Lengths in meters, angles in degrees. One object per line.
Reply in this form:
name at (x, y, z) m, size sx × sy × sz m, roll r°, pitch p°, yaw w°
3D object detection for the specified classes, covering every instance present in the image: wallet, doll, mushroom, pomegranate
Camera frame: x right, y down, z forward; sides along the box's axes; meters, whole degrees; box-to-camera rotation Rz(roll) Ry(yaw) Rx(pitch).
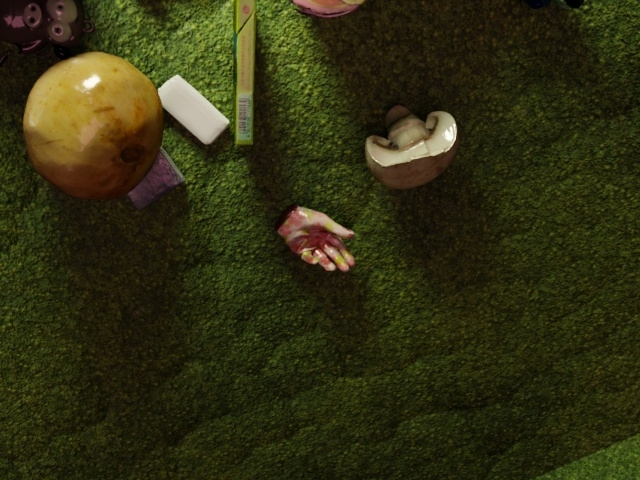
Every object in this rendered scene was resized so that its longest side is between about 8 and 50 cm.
wallet at (-0.332, -0.336, 1.504) m, size 0.190 × 0.033 × 0.095 m, roll 40°, pitch 103°, yaw -22°
doll at (-0.653, -0.513, 1.333) m, size 0.257 × 0.117 × 0.181 m, roll 8°, pitch 98°, yaw -7°
mushroom at (0.238, -0.239, 1.560) m, size 0.254 × 0.195 × 0.189 m, roll -19°, pitch 149°, yaw -5°
pomegranate at (-0.539, -0.271, 1.367) m, size 0.338 × 0.338 × 0.338 m, roll -3°, pitch 115°, yaw -6°

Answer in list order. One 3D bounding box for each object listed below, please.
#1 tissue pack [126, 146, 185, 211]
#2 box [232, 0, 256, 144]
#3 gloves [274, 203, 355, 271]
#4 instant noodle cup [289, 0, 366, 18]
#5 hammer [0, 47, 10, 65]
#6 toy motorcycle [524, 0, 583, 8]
tissue pack at (-0.457, -0.164, 1.557) m, size 0.156 × 0.051 × 0.112 m, roll -32°, pitch 112°, yaw 8°
box at (-0.185, -0.416, 1.401) m, size 0.047 × 0.187 × 0.334 m, roll 0°, pitch 115°, yaw -11°
gloves at (-0.004, 0.000, 1.656) m, size 0.241 × 0.126 × 0.145 m, roll 38°, pitch 80°, yaw -18°
instant noodle cup at (0.010, -0.626, 1.292) m, size 0.244 × 0.255 × 0.243 m, roll -3°, pitch 115°, yaw -5°
hammer at (-0.813, -0.544, 1.349) m, size 0.125 × 0.027 × 0.297 m, roll -7°, pitch 115°, yaw -4°
toy motorcycle at (0.475, -0.654, 1.392) m, size 0.331 × 0.196 × 0.125 m, roll 32°, pitch 106°, yaw -7°
